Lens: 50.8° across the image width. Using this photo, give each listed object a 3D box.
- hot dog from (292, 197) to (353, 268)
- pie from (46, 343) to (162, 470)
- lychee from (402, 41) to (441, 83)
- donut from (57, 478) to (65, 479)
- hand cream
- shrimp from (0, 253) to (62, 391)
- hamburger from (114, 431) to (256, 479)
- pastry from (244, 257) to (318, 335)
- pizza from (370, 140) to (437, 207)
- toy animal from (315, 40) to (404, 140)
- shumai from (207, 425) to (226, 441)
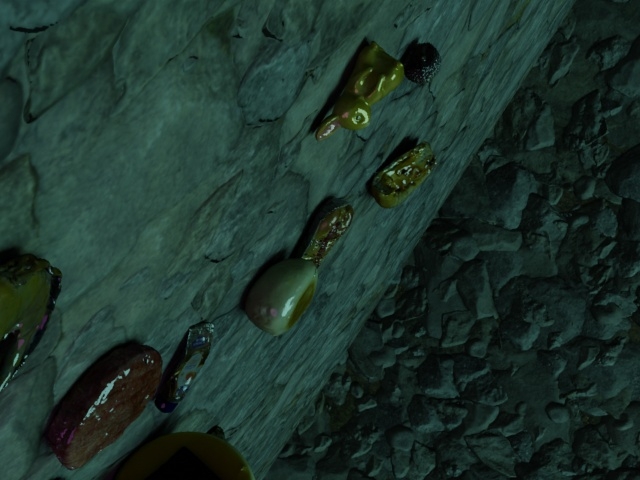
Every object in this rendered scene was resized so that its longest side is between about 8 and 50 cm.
[{"bbox_3d":[0.000,0.000,1.308,0.108,0.059,0.191,-26,151,-57],"label":"hot dog"},{"bbox_3d":[-0.270,0.211,0.867,0.182,0.050,0.182,-53,166,-18],"label":"pie"},{"bbox_3d":[0.172,-0.301,1.148,0.067,0.068,0.083,-15,-179,15],"label":"lychee"},{"bbox_3d":[-0.368,0.393,0.935,0.108,0.065,0.166,-47,166,-33],"label":"donut"},{"bbox_3d":[-0.217,0.204,1.077,0.062,0.039,0.163,2,121,-56],"label":"hand cream"},{"bbox_3d":[-0.294,0.118,0.543,0.253,0.058,0.173,-56,176,-1],"label":"shrimp"},{"bbox_3d":[-0.236,0.480,1.183,0.294,0.276,0.179,-37,148,-42],"label":"hamburger"},{"bbox_3d":[-0.069,0.098,1.223,0.156,0.092,0.156,-53,171,-12],"label":"pastry"},{"bbox_3d":[0.208,-0.159,1.613,0.182,0.074,0.365,-50,171,19],"label":"pizza"},{"bbox_3d":[0.053,-0.200,0.966,0.159,0.070,0.083,-52,170,8],"label":"toy animal"},{"bbox_3d":[-0.252,0.517,1.645,0.099,0.087,0.124,-59,168,10],"label":"shumai"}]
